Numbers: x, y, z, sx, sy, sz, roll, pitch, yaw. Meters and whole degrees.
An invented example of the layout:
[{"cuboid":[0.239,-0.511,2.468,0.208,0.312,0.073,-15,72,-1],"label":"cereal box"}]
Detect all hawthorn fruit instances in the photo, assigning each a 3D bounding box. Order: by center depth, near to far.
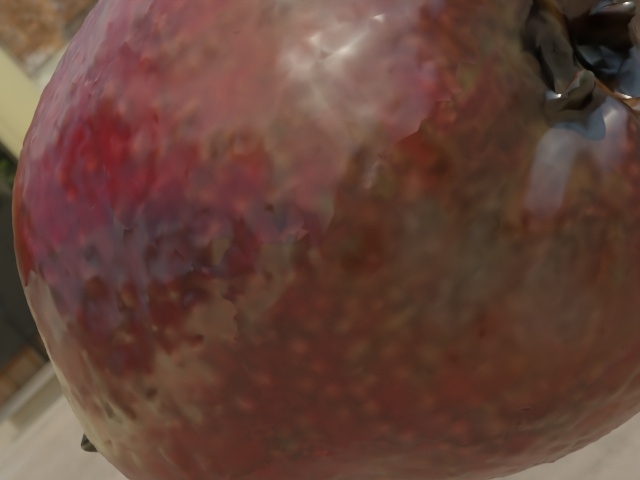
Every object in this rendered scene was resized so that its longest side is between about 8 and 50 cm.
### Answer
[{"cuboid":[0.000,0.000,0.776,0.369,0.285,0.285,-43,5,30],"label":"hawthorn fruit"}]
